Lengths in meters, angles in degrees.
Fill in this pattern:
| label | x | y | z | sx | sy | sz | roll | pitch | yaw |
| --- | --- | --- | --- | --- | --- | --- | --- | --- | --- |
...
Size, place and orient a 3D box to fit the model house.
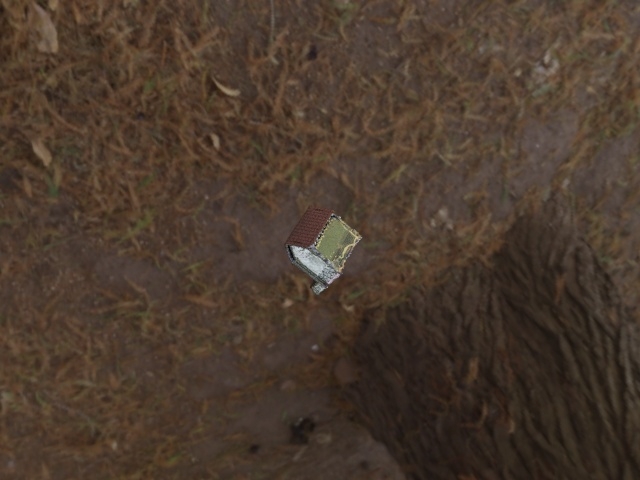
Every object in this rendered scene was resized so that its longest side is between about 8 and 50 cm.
| label | x | y | z | sx | sy | sz | roll | pitch | yaw |
| --- | --- | --- | --- | --- | --- | --- | --- | --- | --- |
| model house | 0.000 | 0.000 | 0.714 | 0.058 | 0.083 | 0.057 | 37 | 138 | -8 |
